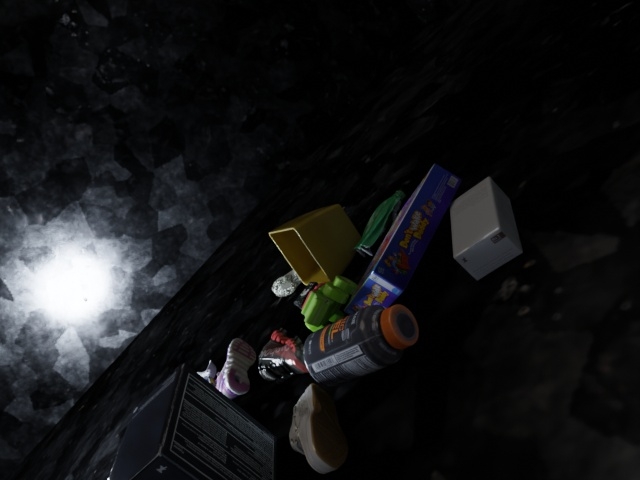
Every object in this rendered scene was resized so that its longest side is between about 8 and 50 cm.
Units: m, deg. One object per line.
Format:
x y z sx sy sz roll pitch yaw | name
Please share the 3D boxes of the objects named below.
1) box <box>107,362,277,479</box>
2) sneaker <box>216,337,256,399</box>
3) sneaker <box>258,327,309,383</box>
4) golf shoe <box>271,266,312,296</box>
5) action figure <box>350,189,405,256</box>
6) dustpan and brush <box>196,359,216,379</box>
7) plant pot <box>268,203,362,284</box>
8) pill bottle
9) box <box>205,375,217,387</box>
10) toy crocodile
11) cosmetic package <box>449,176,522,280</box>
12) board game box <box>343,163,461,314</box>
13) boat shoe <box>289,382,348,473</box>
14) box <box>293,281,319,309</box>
-0.249 0.464 1.177 0.183 0.296 0.294 -43 17 10 | box
-0.263 0.391 1.739 0.104 0.095 0.236 -48 16 22 | sneaker
-0.088 0.310 1.485 0.135 0.097 0.276 -50 15 -14 | sneaker
-0.087 0.129 1.981 0.176 0.069 0.086 -36 0 22 | golf shoe
0.185 -0.057 1.723 0.232 0.063 0.137 -56 17 -16 | action figure
-0.388 0.453 1.931 0.211 0.060 0.147 -21 31 55 | dustpan and brush
0.000 0.000 1.820 0.187 0.212 0.212 -40 14 -23 | plant pot
0.088 0.216 1.226 0.245 0.130 0.130 -32 22 38 | pill bottle
-0.376 0.504 1.792 0.169 0.059 0.054 -48 19 -5 | box
0.014 0.152 1.453 0.115 0.105 0.340 -64 -10 10 | toy crocodile
0.349 -0.030 1.245 0.117 0.085 0.231 -38 21 30 | cosmetic package
0.194 0.013 1.381 0.347 0.078 0.233 -57 -3 -31 | board game box
-0.014 0.387 1.152 0.096 0.098 0.277 -45 8 5 | boat shoe
-0.025 0.171 1.706 0.083 0.062 0.052 -52 16 -16 | box
